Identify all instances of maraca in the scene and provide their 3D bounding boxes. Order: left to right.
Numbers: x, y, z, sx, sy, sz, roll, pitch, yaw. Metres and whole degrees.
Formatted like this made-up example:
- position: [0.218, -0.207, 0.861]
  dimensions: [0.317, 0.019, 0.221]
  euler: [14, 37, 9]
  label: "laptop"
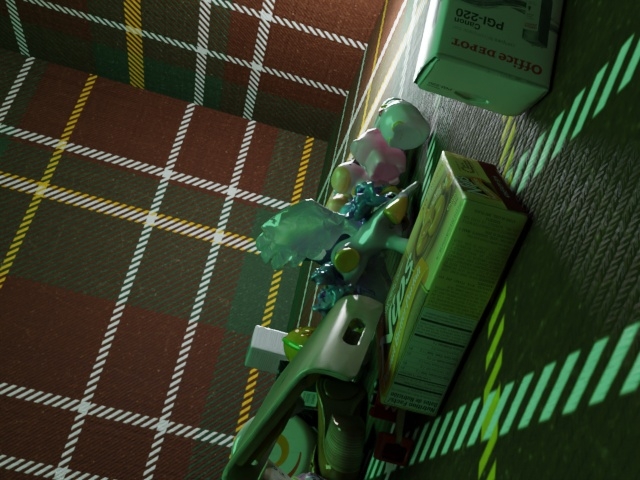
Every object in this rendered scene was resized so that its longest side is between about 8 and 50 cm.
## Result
- position: [-0.007, 0.239, 1.358]
  dimensions: [0.185, 0.127, 0.099]
  euler: [16, 85, 53]
  label: "maraca"

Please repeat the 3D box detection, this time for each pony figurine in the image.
- position: [0.068, 0.027, 1.231]
  dimensions: [0.351, 0.303, 0.363]
  euler: [-40, 11, 12]
  label: "pony figurine"

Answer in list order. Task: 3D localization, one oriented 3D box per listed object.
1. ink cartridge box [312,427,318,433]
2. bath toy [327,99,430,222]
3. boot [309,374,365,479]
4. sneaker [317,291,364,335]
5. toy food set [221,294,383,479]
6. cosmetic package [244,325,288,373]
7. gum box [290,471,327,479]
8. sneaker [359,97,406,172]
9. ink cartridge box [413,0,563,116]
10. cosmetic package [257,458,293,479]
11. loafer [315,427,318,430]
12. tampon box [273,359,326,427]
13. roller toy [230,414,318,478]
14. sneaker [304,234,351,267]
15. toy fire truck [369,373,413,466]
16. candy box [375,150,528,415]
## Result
- position: [-0.057, 0.492, 1.641]
  dimensions: [0.127, 0.128, 0.176]
  euler: [-89, 16, -67]
  label: "ink cartridge box"
- position: [0.126, -0.185, 1.469]
  dimensions: [0.348, 0.151, 0.129]
  euler: [120, 161, -45]
  label: "bath toy"
- position: [0.028, 0.413, 1.290]
  dimensions: [0.283, 0.109, 0.220]
  euler: [-121, 42, -71]
  label: "boot"
- position: [0.053, 0.128, 1.486]
  dimensions: [0.091, 0.126, 0.240]
  euler: [-45, 18, 5]
  label: "sneaker"
- position: [-0.020, 0.238, 0.971]
  dimensions: [0.306, 0.092, 0.220]
  euler: [-55, 0, 26]
  label: "toy food set"
- position: [-0.097, 0.337, 1.890]
  dimensions: [0.117, 0.231, 0.085]
  euler: [113, 170, -48]
  label: "cosmetic package"
- position: [-0.007, 0.507, 1.117]
  dimensions: [0.107, 0.062, 0.188]
  euler: [-10, 77, 60]
  label: "gum box"
- position: [0.151, -0.206, 1.579]
  dimensions: [0.115, 0.105, 0.281]
  euler: [-106, 28, -65]
  label: "sneaker"
- position: [0.226, -0.294, 0.849]
  dimensions: [0.092, 0.158, 0.218]
  euler: [135, 149, -77]
  label: "ink cartridge box"
- position: [-0.098, 0.459, 0.921]
  dimensions: [0.160, 0.113, 0.309]
  euler: [-46, 3, 0]
  label: "cosmetic package"
- position: [0.012, 0.384, 1.606]
  dimensions: [0.223, 0.076, 0.078]
  euler: [-93, -18, -51]
  label: "loafer"
- position: [-0.028, 0.355, 1.469]
  dimensions: [0.161, 0.120, 0.101]
  euler: [64, -146, -54]
  label: "tampon box"
- position: [-0.085, 0.478, 1.411]
  dimensions: [0.209, 0.191, 0.146]
  euler: [-41, -34, -9]
  label: "roller toy"
- position: [0.000, 0.000, 1.625]
  dimensions: [0.130, 0.236, 0.323]
  euler: [-60, 15, -3]
  label: "sneaker"
- position: [0.120, 0.246, 1.023]
  dimensions: [0.135, 0.047, 0.192]
  euler: [142, 144, -79]
  label: "toy fire truck"
- position: [0.164, 0.057, 0.887]
  dimensions: [0.183, 0.087, 0.317]
  euler: [-85, 11, -64]
  label: "candy box"
